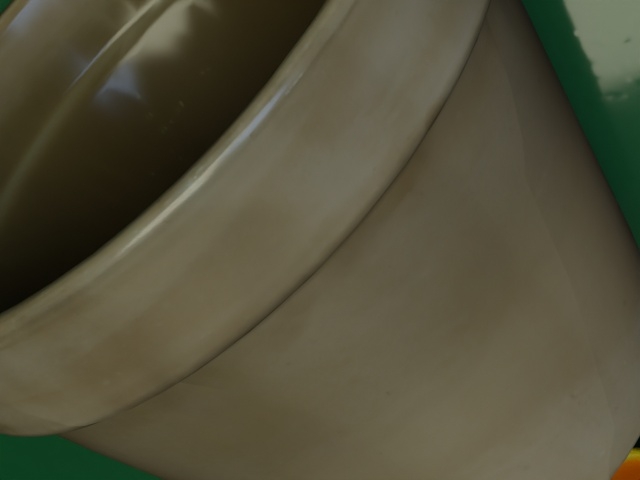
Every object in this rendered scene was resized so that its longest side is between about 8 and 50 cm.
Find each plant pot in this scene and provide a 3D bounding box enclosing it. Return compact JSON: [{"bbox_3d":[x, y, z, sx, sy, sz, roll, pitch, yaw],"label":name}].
[{"bbox_3d":[0.000,0.000,0.777,0.323,0.323,0.280,-37,120,17],"label":"plant pot"}]

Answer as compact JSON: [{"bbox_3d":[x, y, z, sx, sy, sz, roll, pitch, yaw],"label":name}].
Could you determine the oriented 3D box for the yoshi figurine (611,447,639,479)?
[{"bbox_3d":[0.129,0.297,0.894,0.203,0.203,0.362,11,130,-8],"label":"yoshi figurine"}]
